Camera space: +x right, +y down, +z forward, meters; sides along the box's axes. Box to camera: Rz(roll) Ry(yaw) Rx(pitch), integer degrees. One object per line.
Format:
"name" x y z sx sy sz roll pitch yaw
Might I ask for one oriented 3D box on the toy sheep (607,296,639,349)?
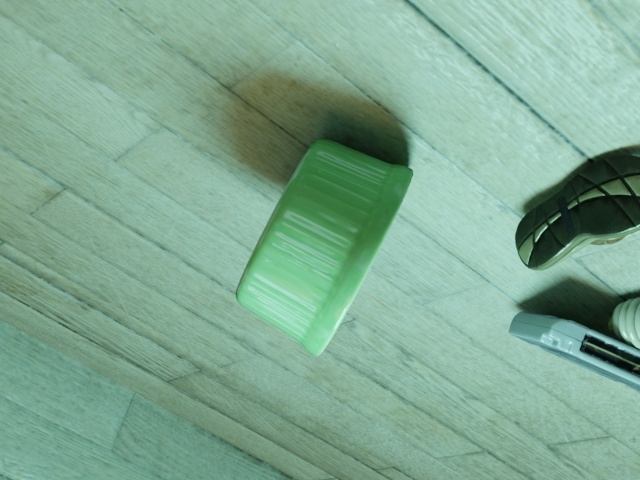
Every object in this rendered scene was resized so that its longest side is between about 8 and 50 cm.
"toy sheep" 0.513 0.131 1.549 0.132 0.091 0.091 -12 138 46

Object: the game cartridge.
"game cartridge" 0.470 0.194 1.629 0.294 0.060 0.196 24 172 -10

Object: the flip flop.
"flip flop" 0.380 -0.032 1.355 0.080 0.112 0.277 4 155 -29

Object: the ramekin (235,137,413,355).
"ramekin" 0.000 0.000 1.416 0.148 0.303 0.303 27 149 0
